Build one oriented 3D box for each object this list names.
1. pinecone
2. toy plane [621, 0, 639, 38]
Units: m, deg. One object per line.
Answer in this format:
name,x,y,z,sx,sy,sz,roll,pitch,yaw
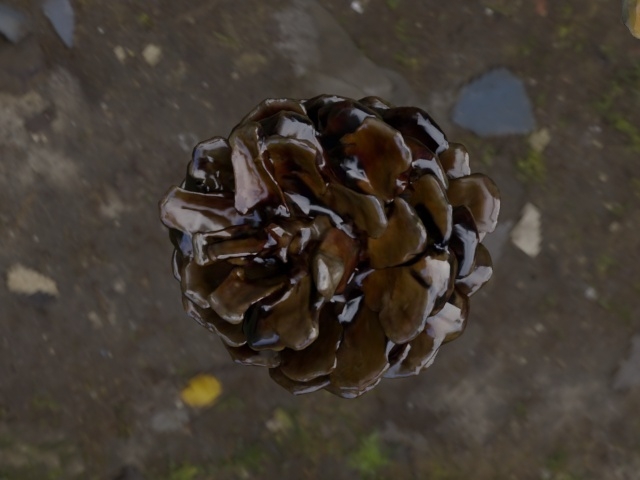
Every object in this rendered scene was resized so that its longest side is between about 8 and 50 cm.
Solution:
pinecone,0.003,-0.004,1.009,0.184,0.179,0.204,-64,155,-11
toy plane,0.138,-0.206,0.439,0.103,0.204,0.316,30,104,-7
